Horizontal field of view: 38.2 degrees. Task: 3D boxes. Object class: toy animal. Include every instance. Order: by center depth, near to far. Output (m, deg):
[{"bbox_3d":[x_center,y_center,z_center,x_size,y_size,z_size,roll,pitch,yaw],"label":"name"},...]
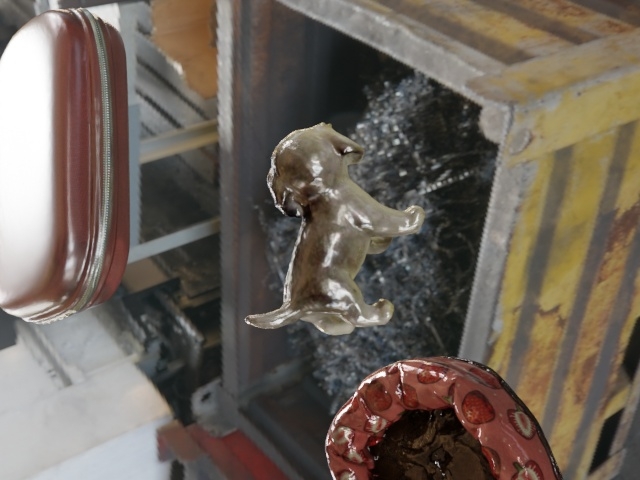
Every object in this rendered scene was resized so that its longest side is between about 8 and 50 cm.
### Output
[{"bbox_3d":[0.014,-0.006,1.029,0.121,0.169,0.233,163,117,-66],"label":"toy animal"}]

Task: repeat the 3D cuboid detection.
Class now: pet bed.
[{"bbox_3d":[0.080,0.173,0.617,0.201,0.053,0.201,1,91,48],"label":"pet bed"}]

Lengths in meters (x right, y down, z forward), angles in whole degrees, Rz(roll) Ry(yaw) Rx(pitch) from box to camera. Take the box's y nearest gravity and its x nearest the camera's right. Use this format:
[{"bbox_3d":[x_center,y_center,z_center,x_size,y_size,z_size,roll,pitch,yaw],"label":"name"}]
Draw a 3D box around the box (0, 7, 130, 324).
[{"bbox_3d":[-0.338,-0.096,1.194,0.263,0.108,0.403,-17,72,48],"label":"box"}]
